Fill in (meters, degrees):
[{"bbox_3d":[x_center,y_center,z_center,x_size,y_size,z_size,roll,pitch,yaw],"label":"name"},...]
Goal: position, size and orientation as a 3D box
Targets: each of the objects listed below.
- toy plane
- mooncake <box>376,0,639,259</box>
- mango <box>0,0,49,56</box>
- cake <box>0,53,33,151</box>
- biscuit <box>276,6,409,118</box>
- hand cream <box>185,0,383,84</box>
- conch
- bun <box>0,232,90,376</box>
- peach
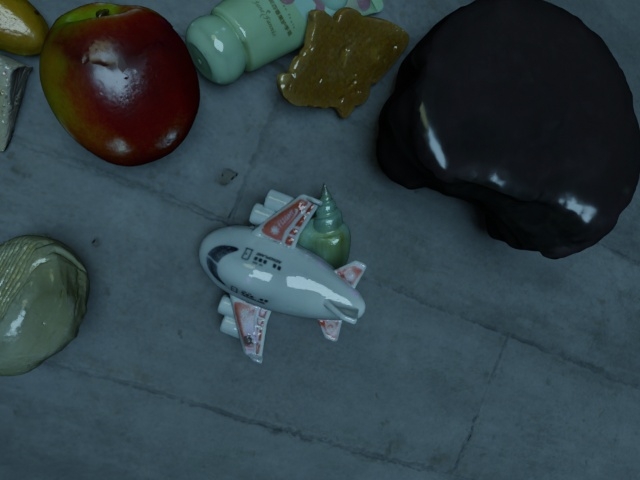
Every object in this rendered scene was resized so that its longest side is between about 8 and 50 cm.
[{"bbox_3d":[-0.055,0.053,0.722,0.252,0.118,0.252,1,99,9],"label":"toy plane"},{"bbox_3d":[0.281,-0.172,0.770,0.381,0.212,0.350,36,80,-14],"label":"mooncake"},{"bbox_3d":[-0.398,-0.276,0.640,0.114,0.057,0.079,30,79,-20],"label":"mango"},{"bbox_3d":[-0.415,-0.175,0.647,0.052,0.065,0.121,19,97,-15],"label":"cake"},{"bbox_3d":[0.038,-0.267,0.759,0.250,0.035,0.162,-29,131,-25],"label":"biscuit"},{"bbox_3d":[-0.049,-0.331,0.732,0.306,0.093,0.147,-40,109,-19],"label":"hand cream"},{"bbox_3d":[0.004,0.001,0.781,0.088,0.065,0.180,-8,106,-17],"label":"conch"},{"bbox_3d":[-0.366,0.084,0.650,0.173,0.166,0.113,-44,142,2],"label":"bun"},{"bbox_3d":[-0.240,-0.185,0.635,0.197,0.197,0.197,-2,96,-16],"label":"peach"}]
